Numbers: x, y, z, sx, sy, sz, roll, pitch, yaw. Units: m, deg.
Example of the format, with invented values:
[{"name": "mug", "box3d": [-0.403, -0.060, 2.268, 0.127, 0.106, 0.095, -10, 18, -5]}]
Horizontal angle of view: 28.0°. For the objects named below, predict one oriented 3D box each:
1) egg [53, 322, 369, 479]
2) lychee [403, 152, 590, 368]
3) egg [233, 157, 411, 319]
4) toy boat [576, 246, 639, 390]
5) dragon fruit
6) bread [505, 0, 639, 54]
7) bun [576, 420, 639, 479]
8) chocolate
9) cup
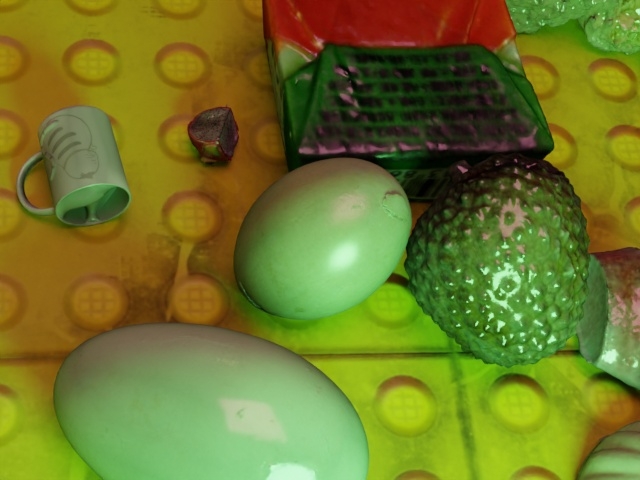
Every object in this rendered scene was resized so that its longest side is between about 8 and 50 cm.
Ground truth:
[{"name": "egg", "box3d": [-0.125, 0.211, 1.447, 0.371, 0.230, 0.230, 20, 57, 7]}, {"name": "lychee", "box3d": [0.232, 0.021, 1.627, 0.255, 0.255, 0.274, -23, 73, -24]}, {"name": "egg", "box3d": [0.000, 0.000, 1.611, 0.186, 0.253, 0.186, 43, 27, -29]}, {"name": "toy boat", "box3d": [0.484, 0.113, 1.741, 0.282, 0.096, 0.206, 8, 63, -22]}, {"name": "dragon fruit", "box3d": [-0.150, -0.141, 1.761, 0.060, 0.056, 0.083, -1, 49, 13]}, {"name": "bread", "box3d": [0.421, -0.408, 1.982, 0.314, 0.171, 0.192, 16, 61, -3]}, {"name": "bun", "box3d": [0.449, 0.317, 1.542, 0.263, 0.175, 0.263, 6, 60, -10]}, {"name": "chocolate", "box3d": [0.103, -0.220, 1.801, 0.360, 0.161, 0.341, -2, 59, -15]}, {"name": "cup", "box3d": [-0.326, -0.094, 1.666, 0.136, 0.099, 0.133, -9, 62, -18]}]
